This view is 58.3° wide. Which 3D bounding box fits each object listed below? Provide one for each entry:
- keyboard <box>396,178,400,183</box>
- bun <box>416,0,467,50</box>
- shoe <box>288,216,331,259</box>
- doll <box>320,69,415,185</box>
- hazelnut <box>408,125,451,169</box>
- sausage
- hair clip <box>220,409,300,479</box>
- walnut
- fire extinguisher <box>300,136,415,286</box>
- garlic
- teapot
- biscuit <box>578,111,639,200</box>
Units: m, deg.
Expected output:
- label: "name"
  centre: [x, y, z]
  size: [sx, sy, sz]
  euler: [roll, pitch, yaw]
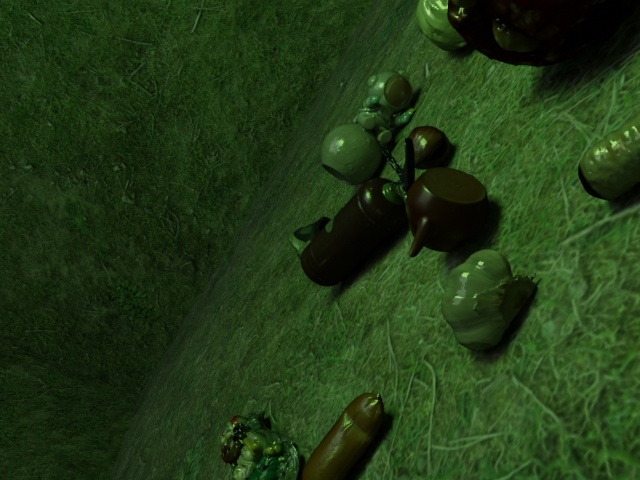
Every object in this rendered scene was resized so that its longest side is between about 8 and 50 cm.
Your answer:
- label: "keyboard"
  centre: [0.107, -0.049, 1.178]
  size: [0.204, 0.013, 0.061]
  euler: [-45, 21, 47]
- label: "bun"
  centre: [0.283, -0.516, 1.167]
  size: [0.259, 0.160, 0.259]
  euler: [-53, 15, 21]
- label: "shoe"
  centre: [0.000, 0.000, 1.308]
  size: [0.112, 0.099, 0.227]
  euler: [-52, 17, 7]
- label: "doll"
  centre: [0.115, -0.269, 1.323]
  size: [0.287, 0.151, 0.151]
  euler: [-58, 14, -3]
- label: "hazelnut"
  centre: [0.184, -0.160, 0.997]
  size: [0.086, 0.086, 0.086]
  euler: [-55, 16, 24]
- label: "sausage"
  centre: [0.031, 0.272, 0.762]
  size: [0.062, 0.054, 0.183]
  euler: [40, 101, 42]
- label: "hair clip"
  centre: [-0.127, 0.381, 1.020]
  size: [0.138, 0.091, 0.321]
  euler: [-68, 14, -13]
- label: "walnut"
  centre: [0.283, -0.366, 0.713]
  size: [0.269, 0.244, 0.222]
  euler: [-57, 14, 2]
- label: "fire extinguisher"
  centre: [0.078, -0.050, 1.059]
  size: [0.344, 0.102, 0.138]
  euler: [-48, 57, 45]
- label: "garlic"
  centre: [0.172, 0.065, 0.632]
  size: [0.094, 0.074, 0.113]
  euler: [12, 89, 65]
- label: "teapot"
  centre: [0.170, -0.035, 0.785]
  size: [0.173, 0.116, 0.116]
  euler: [-38, -5, -43]
- label: "biscuit"
  centre: [0.317, -0.111, 0.493]
  size: [0.055, 0.061, 0.219]
  euler: [-14, -20, -41]
